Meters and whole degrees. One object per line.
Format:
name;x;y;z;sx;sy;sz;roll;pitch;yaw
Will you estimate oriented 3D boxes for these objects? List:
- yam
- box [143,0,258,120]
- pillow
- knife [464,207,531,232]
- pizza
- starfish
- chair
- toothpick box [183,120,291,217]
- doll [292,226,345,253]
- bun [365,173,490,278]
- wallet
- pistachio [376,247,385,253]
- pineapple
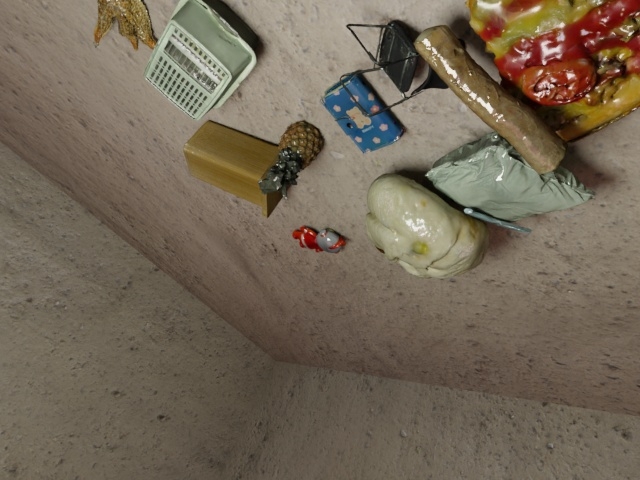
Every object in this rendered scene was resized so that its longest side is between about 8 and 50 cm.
yam;0.324;-0.272;0.861;0.356;0.081;0.081;45;148;-2
box;-0.302;-0.460;1.147;0.220;0.166;0.290;40;147;-21
pillow;0.425;-0.133;1.064;0.283;0.138;0.310;24;170;-11
knife;0.437;-0.046;1.114;0.210;0.015;0.028;15;168;-23
pizza;0.412;-0.349;0.809;0.406;0.130;0.440;25;150;-1
starfish;-0.543;-0.611;1.188;0.301;0.084;0.293;20;148;4
chair;0.172;-0.384;0.969;0.140;0.221;0.145;97;150;-59
toothpick box;-0.258;-0.241;1.444;0.308;0.187;0.190;24;150;12
doll;0.000;0.000;1.710;0.245;0.076;0.142;1;142;42
bun;0.267;-0.023;1.233;0.365;0.219;0.365;29;-177;-2
wallet;0.103;-0.318;1.158;0.202;0.059;0.141;43;148;-26
pistachio;0.211;-0.026;1.480;0.110;0.100;0.189;41;159;23
pineapple;-0.087;-0.221;1.268;0.128;0.248;0.128;18;145;13
